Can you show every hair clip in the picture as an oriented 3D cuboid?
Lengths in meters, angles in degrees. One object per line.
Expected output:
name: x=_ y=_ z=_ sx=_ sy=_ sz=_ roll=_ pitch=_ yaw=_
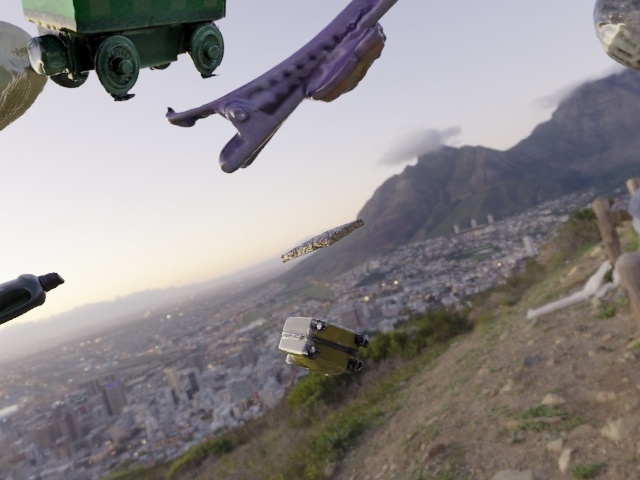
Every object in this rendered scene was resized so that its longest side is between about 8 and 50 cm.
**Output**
hair clip: x=-0.017 y=-0.163 z=0.530 sx=0.278 sy=0.090 sz=0.137 roll=-30 pitch=12 yaw=7

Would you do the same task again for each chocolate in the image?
chocolate: x=0.424 y=-0.224 z=0.592 sx=0.110 sy=0.248 sz=0.110 roll=-38 pitch=-26 yaw=-22

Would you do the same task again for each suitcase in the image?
suitcase: x=-0.001 y=0.315 z=1.532 sx=0.194 sy=0.143 sz=0.235 roll=23 pitch=-17 yaw=-26

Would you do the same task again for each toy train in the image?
toy train: x=-0.229 y=-0.292 z=0.641 sx=0.120 sy=0.202 sz=0.301 roll=20 pitch=34 yaw=21

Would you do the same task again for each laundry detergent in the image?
laundry detergent: x=-0.660 y=0.128 z=1.115 sx=0.222 sy=0.078 sz=0.144 roll=-24 pitch=31 yaw=-32

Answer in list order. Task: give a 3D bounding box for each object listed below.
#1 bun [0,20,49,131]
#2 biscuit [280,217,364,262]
bun: x=-0.548 y=-0.253 z=0.819 sx=0.229 sy=0.145 sz=0.229 roll=-40 pitch=22 yaw=20
biscuit: x=0.000 y=0.000 z=1.274 sx=0.131 sy=0.025 sz=0.231 roll=-30 pitch=5 yaw=-37
